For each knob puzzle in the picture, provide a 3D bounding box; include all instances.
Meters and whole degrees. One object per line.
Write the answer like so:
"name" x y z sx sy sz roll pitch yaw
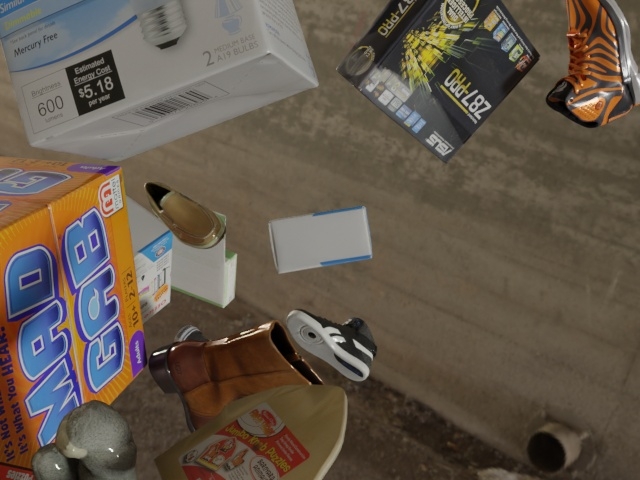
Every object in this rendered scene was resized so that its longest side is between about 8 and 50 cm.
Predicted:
"knob puzzle" -0.053 0.207 0.688 0.213 0.030 0.213 -21 22 9

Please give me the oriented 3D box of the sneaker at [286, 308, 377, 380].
"sneaker" 0.028 0.193 1.510 0.217 0.079 0.121 42 43 -14

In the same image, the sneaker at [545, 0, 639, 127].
"sneaker" 0.548 -0.375 1.484 0.180 0.321 0.124 -33 20 0

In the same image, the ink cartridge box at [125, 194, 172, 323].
"ink cartridge box" -0.414 0.057 1.414 0.168 0.232 0.171 34 49 18

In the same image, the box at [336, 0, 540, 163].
"box" 0.257 -0.371 1.474 0.395 0.318 0.097 28 19 -51

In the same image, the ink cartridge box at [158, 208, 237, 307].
"ink cartridge box" -0.261 0.014 1.496 0.171 0.235 0.056 19 32 18

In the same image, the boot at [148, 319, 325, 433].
"boot" -0.107 0.246 1.166 0.281 0.264 0.096 -16 24 32

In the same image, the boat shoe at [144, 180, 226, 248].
"boat shoe" -0.224 -0.045 1.116 0.190 0.068 0.072 25 -21 42

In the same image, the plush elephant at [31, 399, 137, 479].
"plush elephant" -0.271 0.361 0.695 0.255 0.330 0.271 -28 75 -36

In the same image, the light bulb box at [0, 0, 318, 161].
"light bulb box" -0.240 -0.341 0.984 0.358 0.360 0.225 -18 -4 13

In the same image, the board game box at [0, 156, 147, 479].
"board game box" -0.513 0.097 1.025 0.357 0.356 0.356 6 24 16

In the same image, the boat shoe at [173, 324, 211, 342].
"boat shoe" -0.222 0.250 1.392 0.076 0.228 0.080 26 55 25

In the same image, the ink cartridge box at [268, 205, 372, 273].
"ink cartridge box" 0.000 0.000 1.080 0.140 0.082 0.190 -9 -3 0
